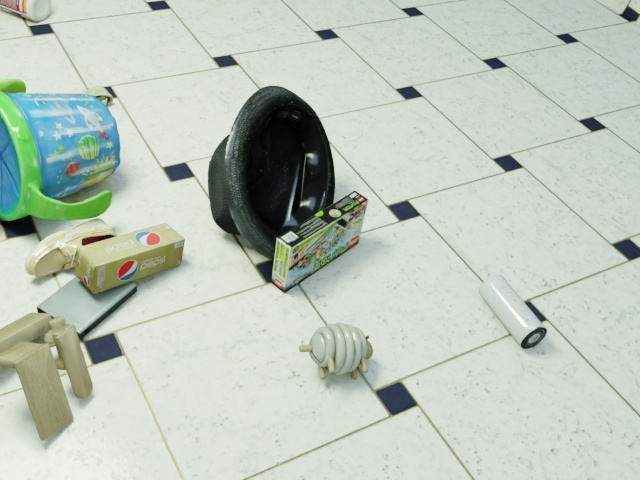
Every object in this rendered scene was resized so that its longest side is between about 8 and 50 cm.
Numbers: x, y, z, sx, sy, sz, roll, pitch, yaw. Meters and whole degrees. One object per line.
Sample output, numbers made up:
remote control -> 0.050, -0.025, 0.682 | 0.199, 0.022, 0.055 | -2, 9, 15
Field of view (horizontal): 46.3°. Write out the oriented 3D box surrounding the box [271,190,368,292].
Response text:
box -> 0.000, 0.000, 1.354 | 0.036, 0.114, 0.207 | 36, 49, 26

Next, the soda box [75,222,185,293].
soda box -> -0.323, 0.027, 1.277 | 0.061, 0.058, 0.181 | 35, 35, 30

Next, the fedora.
fedora -> -0.111, -0.118, 1.406 | 0.152, 0.334, 0.334 | -7, 30, 37

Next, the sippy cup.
sippy cup -> -0.504, -0.174, 1.385 | 0.224, 0.306, 0.240 | -21, 6, -43

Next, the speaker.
speaker -> 0.339, 0.124, 1.327 | 0.055, 0.055, 0.136 | -13, 47, -23

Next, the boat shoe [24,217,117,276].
boat shoe -> -0.426, 0.016, 1.293 | 0.059, 0.063, 0.170 | 28, 44, 27

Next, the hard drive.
hard drive -> -0.386, 0.097, 1.242 | 0.094, 0.022, 0.135 | 26, 44, 18

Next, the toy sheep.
toy sheep -> 0.027, 0.174, 1.192 | 0.132, 0.091, 0.091 | 7, 39, -32

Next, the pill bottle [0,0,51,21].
pill bottle -> -0.771, -0.620, 1.904 | 0.151, 0.086, 0.086 | 22, 43, 13

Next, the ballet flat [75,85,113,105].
ballet flat -> -0.518, -0.290, 1.618 | 0.052, 0.057, 0.168 | 36, 48, 13

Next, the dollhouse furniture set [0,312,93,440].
dollhouse furniture set -> -0.423, 0.196, 1.117 | 0.151, 0.123, 0.144 | 0, 20, 33
